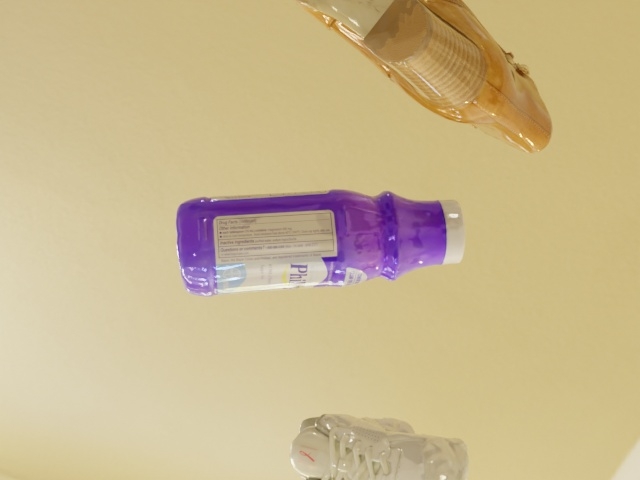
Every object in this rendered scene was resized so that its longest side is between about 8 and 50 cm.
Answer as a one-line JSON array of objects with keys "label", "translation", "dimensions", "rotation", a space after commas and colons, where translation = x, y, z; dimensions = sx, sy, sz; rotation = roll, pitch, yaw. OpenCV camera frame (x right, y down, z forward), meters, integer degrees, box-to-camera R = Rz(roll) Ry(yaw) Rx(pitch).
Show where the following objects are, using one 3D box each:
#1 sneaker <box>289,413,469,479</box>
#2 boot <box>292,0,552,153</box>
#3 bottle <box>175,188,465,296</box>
[{"label": "sneaker", "translation": [0.035, 0.183, 0.716], "dimensions": [0.232, 0.115, 0.090], "rotation": [161, -58, -74]}, {"label": "boot", "translation": [0.074, -0.195, 0.810], "dimensions": [0.104, 0.211, 0.295], "rotation": [-45, -128, 18]}, {"label": "bottle", "translation": [0.000, 0.000, 0.921], "dimensions": [0.118, 0.282, 0.092], "rotation": [107, -22, -71]}]
